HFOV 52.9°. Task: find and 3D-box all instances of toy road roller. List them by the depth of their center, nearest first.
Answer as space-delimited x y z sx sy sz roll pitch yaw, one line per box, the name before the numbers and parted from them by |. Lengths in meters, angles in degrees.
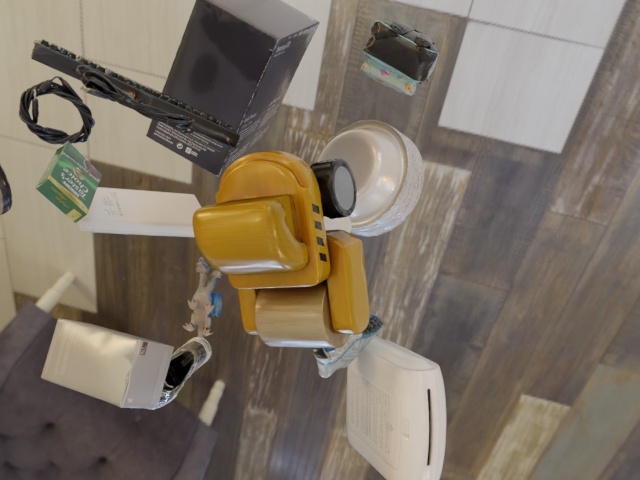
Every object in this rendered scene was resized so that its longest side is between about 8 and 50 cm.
toy road roller | -0.069 0.027 1.000 0.203 0.241 0.329 -4 99 27

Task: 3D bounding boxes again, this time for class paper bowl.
paper bowl | 0.101 -0.162 1.599 0.284 0.284 0.148 -30 151 28

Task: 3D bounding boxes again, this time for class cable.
cable | -0.662 -0.312 1.622 0.151 0.047 0.184 -37 128 -7

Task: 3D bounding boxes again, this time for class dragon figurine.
dragon figurine | -0.326 0.191 1.809 0.085 0.144 0.289 9 116 1

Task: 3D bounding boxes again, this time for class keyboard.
keyboard | -0.264 -0.215 0.954 0.317 0.201 0.033 20 105 -28

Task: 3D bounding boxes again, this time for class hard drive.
hard drive | -0.447 -0.072 1.603 0.308 0.203 0.040 3 116 -28

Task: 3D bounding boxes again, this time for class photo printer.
photo printer | 0.151 0.343 1.300 0.107 0.307 0.255 0 93 -19

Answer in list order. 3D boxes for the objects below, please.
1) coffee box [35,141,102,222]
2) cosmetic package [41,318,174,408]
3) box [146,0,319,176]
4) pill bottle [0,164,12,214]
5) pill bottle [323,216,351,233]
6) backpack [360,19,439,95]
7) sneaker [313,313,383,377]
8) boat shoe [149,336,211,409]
coffee box | -0.543 -0.129 1.401 0.040 0.184 0.113 -31 120 14
cosmetic package | -0.409 0.233 1.230 0.238 0.127 0.107 10 170 29
box | -0.179 -0.356 1.387 0.179 0.343 0.312 30 117 -1
pill bottle | -0.543 -0.049 0.853 0.123 0.219 0.122 25 132 31
pill bottle | 0.000 0.000 1.303 0.086 0.086 0.152 24 143 -4
backpack | 0.182 -0.419 1.464 0.166 0.188 0.144 26 118 3
sneaker | 0.056 0.217 1.333 0.071 0.191 0.082 30 134 36
boat shoe | -0.319 0.285 1.343 0.078 0.070 0.219 45 111 4
